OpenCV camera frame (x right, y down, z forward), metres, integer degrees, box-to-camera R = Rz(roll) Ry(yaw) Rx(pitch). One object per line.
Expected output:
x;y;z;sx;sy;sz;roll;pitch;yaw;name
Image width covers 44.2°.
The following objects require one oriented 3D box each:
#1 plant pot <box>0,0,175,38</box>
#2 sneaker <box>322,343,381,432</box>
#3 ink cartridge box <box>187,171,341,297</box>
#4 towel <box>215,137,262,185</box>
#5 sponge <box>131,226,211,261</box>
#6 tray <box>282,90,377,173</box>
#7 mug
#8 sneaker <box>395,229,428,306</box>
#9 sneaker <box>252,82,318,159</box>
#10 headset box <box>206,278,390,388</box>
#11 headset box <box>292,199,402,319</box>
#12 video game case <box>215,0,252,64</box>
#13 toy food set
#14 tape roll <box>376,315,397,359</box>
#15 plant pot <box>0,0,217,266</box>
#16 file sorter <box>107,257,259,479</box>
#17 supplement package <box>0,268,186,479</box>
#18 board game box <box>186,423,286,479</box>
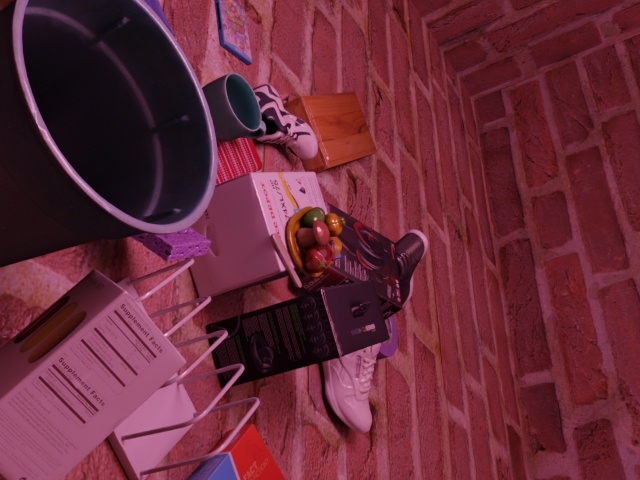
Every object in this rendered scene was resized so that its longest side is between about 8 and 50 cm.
-0.391;-0.311;1.224;0.212;0.236;0.236;-42;111;-56;plant pot
0.077;0.294;1.821;0.114;0.152;0.305;-12;84;-67;sneaker
-0.122;-0.016;1.581;0.270;0.197;0.198;-12;84;-64;ink cartridge box
-0.225;-0.220;1.715;0.199;0.031;0.275;67;26;-7;towel
-0.294;-0.035;1.300;0.210;0.031;0.117;31;17;17;sponge
0.037;-0.315;2.255;0.411;0.076;0.203;-29;99;-65;tray
-0.194;-0.263;1.658;0.158;0.097;0.129;62;27;-20;mug
0.185;0.110;2.135;0.104;0.296;0.147;38;43;23;sneaker
-0.099;-0.255;1.918;0.235;0.094;0.153;54;31;-31;sneaker
-0.030;0.177;1.534;0.246;0.283;0.131;-3;76;-63;headset box
0.052;0.048;1.902;0.293;0.110;0.218;30;39;-29;headset box
-0.218;-0.533;1.964;0.119;0.015;0.166;25;51;-57;video game case
0.000;0.000;1.500;0.128;0.071;0.218;67;27;-10;toy food set
0.124;0.220;2.049;0.189;0.080;0.189;44;36;-45;tape roll
-0.367;-0.120;1.009;0.341;0.334;0.341;44;36;-43;plant pot
-0.241;0.196;1.229;0.278;0.173;0.193;66;26;-11;file sorter
-0.319;0.174;0.989;0.244;0.139;0.134;-44;120;-18;supplement package
-0.116;0.514;1.341;0.316;0.064;0.242;61;30;-9;board game box
